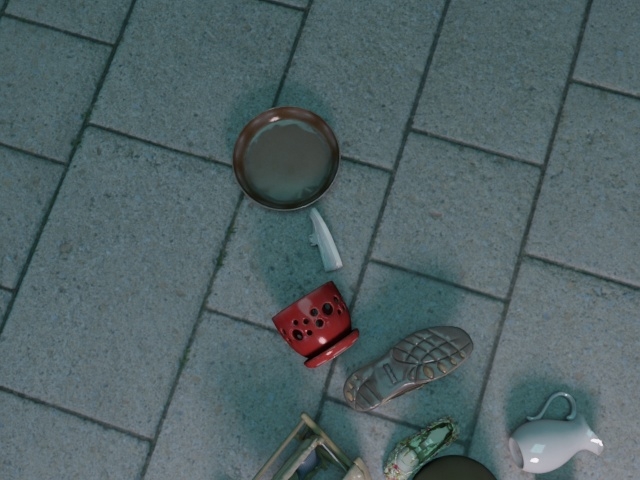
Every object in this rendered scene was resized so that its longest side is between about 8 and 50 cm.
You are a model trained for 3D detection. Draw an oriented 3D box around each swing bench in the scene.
[{"bbox_3d":[-0.033,0.613,1.681,0.254,0.165,0.253,37,56,11],"label":"swing bench"}]

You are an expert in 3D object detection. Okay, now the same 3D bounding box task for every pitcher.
[{"bbox_3d":[0.578,0.485,1.742,0.207,0.126,0.178,-14,57,-9],"label":"pitcher"}]

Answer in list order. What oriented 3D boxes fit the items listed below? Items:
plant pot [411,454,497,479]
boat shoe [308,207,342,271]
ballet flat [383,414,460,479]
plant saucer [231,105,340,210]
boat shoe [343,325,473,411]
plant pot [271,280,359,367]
[{"bbox_3d":[0.339,0.657,1.634,0.256,0.274,0.257,-1,78,3],"label":"plant pot"},{"bbox_3d":[0.000,0.000,1.906,0.063,0.066,0.184,-23,87,-2],"label":"boat shoe"},{"bbox_3d":[0.256,0.532,1.766,0.241,0.077,0.091,-40,71,-4],"label":"ballet flat"},{"bbox_3d":[-0.096,-0.231,1.963,0.310,0.050,0.311,-1,77,4],"label":"plant saucer"},{"bbox_3d":[0.225,0.326,1.786,0.355,0.130,0.132,-25,74,5],"label":"boat shoe"},{"bbox_3d":[-0.005,0.224,1.797,0.191,0.191,0.174,-33,87,-3],"label":"plant pot"}]
